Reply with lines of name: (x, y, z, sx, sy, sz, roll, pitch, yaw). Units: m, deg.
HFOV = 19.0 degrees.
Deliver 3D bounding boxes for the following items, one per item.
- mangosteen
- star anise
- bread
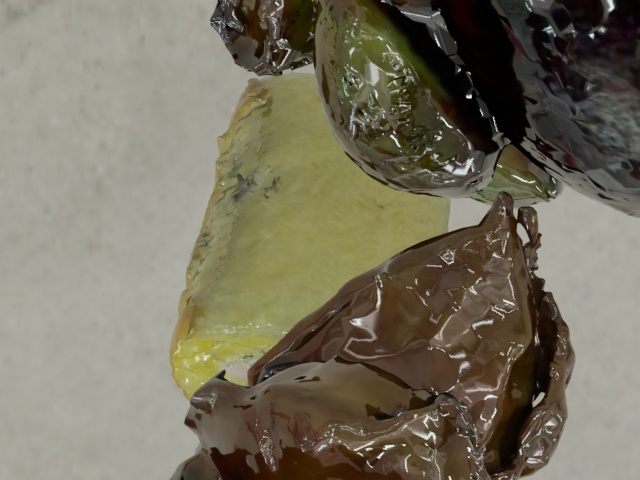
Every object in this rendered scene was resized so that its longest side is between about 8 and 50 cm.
mangosteen: (0.173, -0.166, 0.956, 0.421, 0.381, 0.381, -44, 125, 15)
star anise: (0.021, 0.115, 0.751, 0.237, 0.148, 0.346, -47, 153, -16)
bread: (0.000, 0.000, 1.763, 0.236, 0.375, 0.165, 12, 133, 1)
